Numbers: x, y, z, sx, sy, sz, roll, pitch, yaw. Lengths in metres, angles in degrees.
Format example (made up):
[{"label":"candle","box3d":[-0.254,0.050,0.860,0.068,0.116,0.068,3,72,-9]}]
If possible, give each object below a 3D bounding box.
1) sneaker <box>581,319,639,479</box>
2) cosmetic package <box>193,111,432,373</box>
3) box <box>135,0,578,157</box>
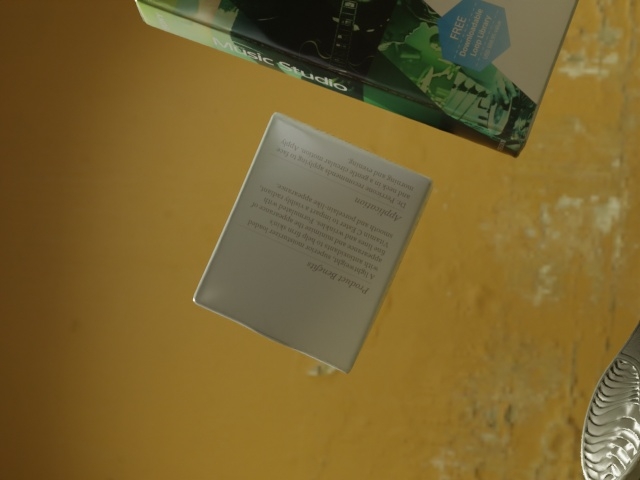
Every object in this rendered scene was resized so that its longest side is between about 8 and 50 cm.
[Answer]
[{"label":"sneaker","box3d":[0.286,0.103,0.807,0.222,0.118,0.083,-62,23,-3]},{"label":"cosmetic package","box3d":[0.000,0.000,1.000,0.151,0.151,0.183,-17,-48,-83]},{"label":"box","box3d":[0.046,-0.228,0.868,0.058,0.322,0.232,76,-145,-77]}]
